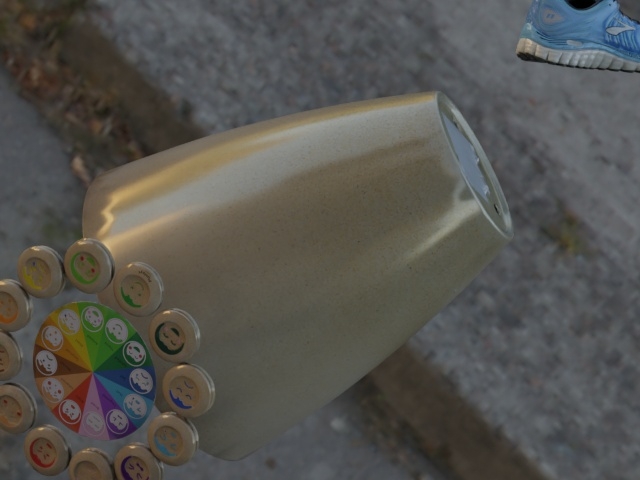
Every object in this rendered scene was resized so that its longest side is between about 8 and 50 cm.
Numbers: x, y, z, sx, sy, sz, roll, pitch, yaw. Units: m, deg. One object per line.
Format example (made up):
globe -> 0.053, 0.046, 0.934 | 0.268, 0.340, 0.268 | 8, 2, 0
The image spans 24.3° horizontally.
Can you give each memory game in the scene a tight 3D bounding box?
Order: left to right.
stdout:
memory game -> -0.156, 0.088, 0.999 | 0.186, 0.186, 0.012 | 45, 27, 8

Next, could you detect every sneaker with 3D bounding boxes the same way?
sneaker -> 0.236, -0.175, 1.202 | 0.162, 0.073, 0.063 | 0, 12, -30

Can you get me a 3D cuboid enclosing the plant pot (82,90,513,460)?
plant pot -> 0.000, 0.000, 1.158 | 0.256, 0.274, 0.256 | 53, 20, -29
